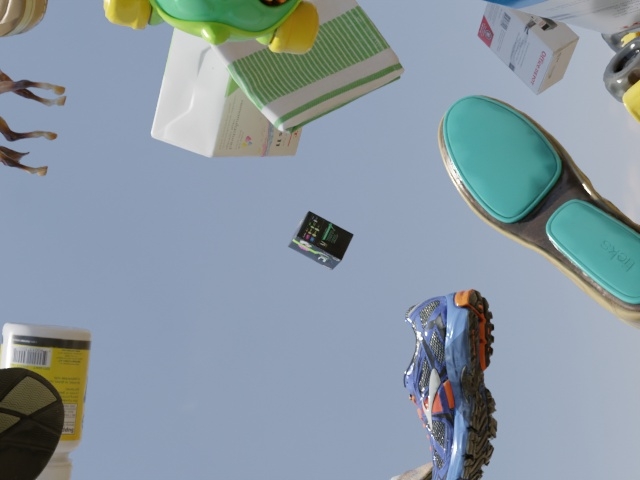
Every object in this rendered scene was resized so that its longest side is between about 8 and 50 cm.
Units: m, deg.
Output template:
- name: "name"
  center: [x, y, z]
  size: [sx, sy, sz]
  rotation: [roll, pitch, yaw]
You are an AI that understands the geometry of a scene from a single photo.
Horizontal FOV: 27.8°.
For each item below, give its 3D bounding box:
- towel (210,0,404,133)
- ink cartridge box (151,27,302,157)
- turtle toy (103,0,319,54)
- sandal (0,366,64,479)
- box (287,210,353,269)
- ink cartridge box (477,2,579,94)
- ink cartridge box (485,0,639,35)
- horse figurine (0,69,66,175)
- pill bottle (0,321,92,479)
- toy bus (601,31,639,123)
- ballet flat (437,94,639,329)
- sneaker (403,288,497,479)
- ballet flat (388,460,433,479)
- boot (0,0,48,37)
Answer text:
- name: "towel"
  center: [-0.056, -0.321, 1.811]
  size: [0.247, 0.038, 0.325]
  rotation: [-30, -98, -30]
- name: "ink cartridge box"
  center: [-0.108, -0.243, 2.035]
  size: [0.353, 0.119, 0.207]
  rotation: [-11, -63, -65]
- name: "turtle toy"
  center: [-0.041, -0.142, 0.555]
  size: [0.066, 0.095, 0.130]
  rotation: [124, 150, -63]
- name: "sandal"
  center: [-0.372, 0.246, 1.254]
  size: [0.120, 0.086, 0.303]
  rotation: [45, -112, -20]
- name: "box"
  center: [0.000, 0.000, 2.058]
  size: [0.052, 0.083, 0.062]
  rotation: [-65, 6, -21]
- name: "ink cartridge box"
  center: [0.297, -0.292, 1.854]
  size: [0.135, 0.056, 0.099]
  rotation: [49, 156, 20]
- name: "ink cartridge box"
  center: [0.197, -0.193, 0.785]
  size: [0.203, 0.148, 0.086]
  rotation: [-4, -99, -56]
- name: "horse figurine"
  center: [-0.422, -0.170, 1.662]
  size: [0.263, 0.174, 0.066]
  rotation: [119, 165, -54]
- name: "pill bottle"
  center: [-0.370, 0.216, 1.706]
  size: [0.119, 0.119, 0.209]
  rotation: [13, -98, -68]
- name: "toy bus"
  center: [0.383, -0.189, 1.186]
  size: [0.149, 0.211, 0.220]
  rotation: [39, -144, -17]
- name: "ballet flat"
  center: [0.168, -0.015, 0.923]
  size: [0.232, 0.080, 0.073]
  rotation: [50, -177, 33]
- name: "sneaker"
  center: [0.129, 0.160, 1.323]
  size: [0.083, 0.087, 0.221]
  rotation: [6, -96, -60]
- name: "ballet flat"
  center: [0.090, 0.423, 1.895]
  size: [0.316, 0.106, 0.108]
  rotation: [-49, -41, -25]
- name: "boot"
  center: [-0.239, -0.291, 1.128]
  size: [0.203, 0.095, 0.262]
  rotation: [2, -114, -57]
